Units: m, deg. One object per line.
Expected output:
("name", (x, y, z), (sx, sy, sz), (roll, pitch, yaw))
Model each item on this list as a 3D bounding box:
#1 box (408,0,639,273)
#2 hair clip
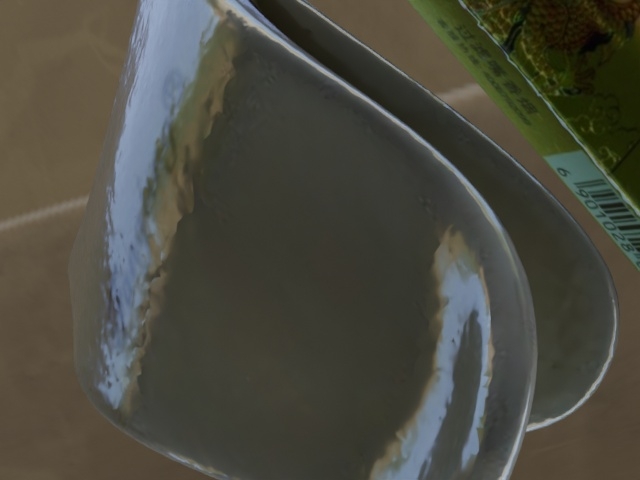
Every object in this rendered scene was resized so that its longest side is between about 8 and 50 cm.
("box", (0.134, -0.114, 0.670), (0.311, 0.043, 0.173), (48, -109, -15))
("hair clip", (-0.016, -0.001, 0.548), (0.282, 0.113, 0.173), (32, -65, 33))
